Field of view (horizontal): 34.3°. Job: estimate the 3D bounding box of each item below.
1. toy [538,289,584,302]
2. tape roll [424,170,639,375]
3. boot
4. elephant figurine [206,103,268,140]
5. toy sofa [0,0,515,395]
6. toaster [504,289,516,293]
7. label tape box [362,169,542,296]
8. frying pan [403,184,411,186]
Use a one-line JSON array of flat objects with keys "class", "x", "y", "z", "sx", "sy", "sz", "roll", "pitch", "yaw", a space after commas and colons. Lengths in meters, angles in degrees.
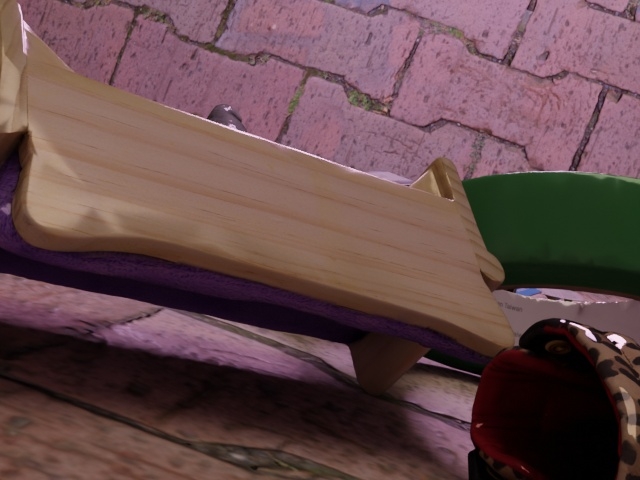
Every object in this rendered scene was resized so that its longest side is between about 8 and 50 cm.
[{"class": "toy", "x": 0.293, "y": 0.071, "z": 1.680, "sx": 0.237, "sy": 0.056, "sz": 0.137, "roll": 9, "pitch": 15, "yaw": -2}, {"class": "tape roll", "x": 0.207, "y": 0.046, "z": 0.861, "sx": 0.321, "sy": 0.077, "sz": 0.321, "roll": 8, "pitch": -23, "yaw": 3}, {"class": "boot", "x": 0.231, "y": 0.128, "z": 0.644, "sx": 0.284, "sy": 0.138, "sz": 0.377, "roll": 18, "pitch": 11, "yaw": -12}, {"class": "elephant figurine", "x": -0.100, "y": -0.100, "z": 1.661, "sx": 0.239, "sy": 0.169, "sz": 0.186, "roll": 34, "pitch": 33, "yaw": -9}, {"class": "toy sofa", "x": -0.064, "y": 0.011, "z": 0.652, "sx": 0.362, "sy": 0.150, "sz": 0.177, "roll": 15, "pitch": 43, "yaw": -33}, {"class": "toaster", "x": 0.157, "y": 0.038, "z": 1.323, "sx": 0.185, "sy": 0.110, "sz": 0.168, "roll": 21, "pitch": 5, "yaw": 23}, {"class": "label tape box", "x": 0.150, "y": -0.010, "z": 1.569, "sx": 0.333, "sy": 0.106, "sz": 0.240, "roll": 22, "pitch": 19, "yaw": 34}, {"class": "frying pan", "x": 0.017, "y": 0.011, "z": 0.997, "sx": 0.326, "sy": 0.053, "sz": 0.197, "roll": 1, "pitch": -20, "yaw": 42}]
